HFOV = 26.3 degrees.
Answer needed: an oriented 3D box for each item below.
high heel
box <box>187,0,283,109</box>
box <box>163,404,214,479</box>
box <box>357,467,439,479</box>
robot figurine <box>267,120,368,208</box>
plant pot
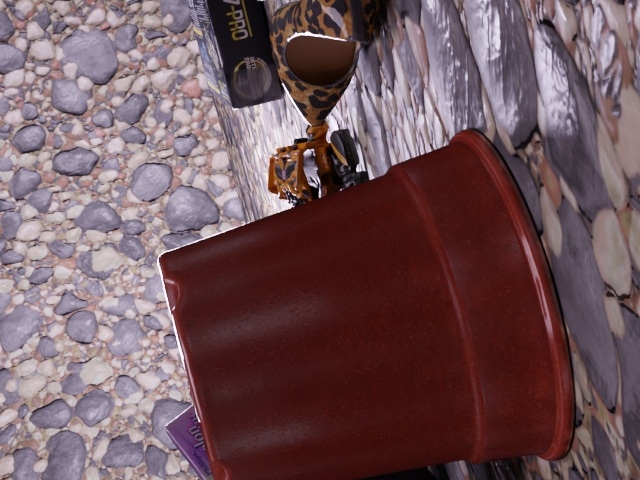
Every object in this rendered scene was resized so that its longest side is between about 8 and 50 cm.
[{"bbox_3d":[0.007,-0.175,1.356,0.186,0.093,0.261,-103,13,-45],"label":"high heel"},{"bbox_3d":[-0.167,-0.395,2.280,0.395,0.097,0.318,-134,32,-76],"label":"box"},{"bbox_3d":[-0.053,0.280,1.908,0.213,0.243,0.117,48,167,21],"label":"box"},{"bbox_3d":[0.052,0.321,1.279,0.294,0.183,0.296,43,163,13],"label":"box"},{"bbox_3d":[0.000,0.000,1.661,0.211,0.085,0.291,177,85,-68],"label":"robot figurine"},{"bbox_3d":[0.023,0.076,1.075,0.272,0.265,0.272,165,90,-83],"label":"plant pot"}]
